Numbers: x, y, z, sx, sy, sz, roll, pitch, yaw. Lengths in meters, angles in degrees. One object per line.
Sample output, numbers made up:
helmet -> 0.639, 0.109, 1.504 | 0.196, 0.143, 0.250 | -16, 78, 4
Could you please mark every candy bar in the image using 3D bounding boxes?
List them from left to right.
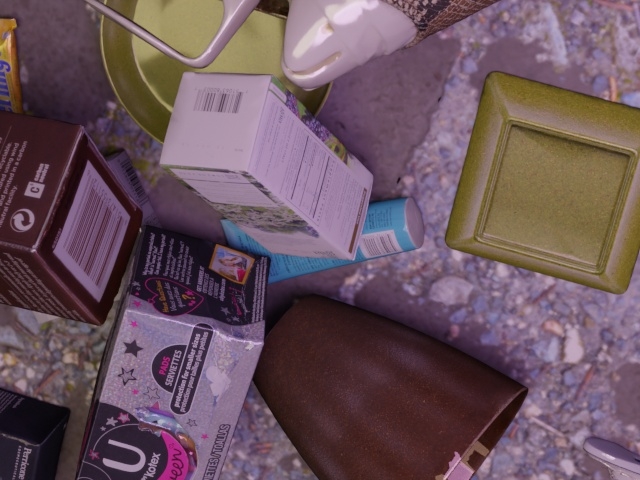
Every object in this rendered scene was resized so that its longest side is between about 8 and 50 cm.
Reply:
candy bar -> -0.326, -0.152, 1.570 | 0.040, 0.018, 0.161 | 2, 108, 13

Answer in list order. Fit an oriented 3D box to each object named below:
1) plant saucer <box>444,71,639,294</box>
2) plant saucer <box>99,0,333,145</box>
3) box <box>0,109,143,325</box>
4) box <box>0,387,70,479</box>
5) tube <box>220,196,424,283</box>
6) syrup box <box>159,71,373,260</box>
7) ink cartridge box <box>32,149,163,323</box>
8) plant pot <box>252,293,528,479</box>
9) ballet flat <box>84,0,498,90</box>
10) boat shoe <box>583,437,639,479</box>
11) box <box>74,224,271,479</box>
plant saucer -> 0.227, -0.048, 1.459 | 0.188, 0.045, 0.188 | 16, 111, 8
plant saucer -> -0.097, -0.196, 1.490 | 0.241, 0.037, 0.241 | 4, 108, 12
box -> -0.387, -0.044, 1.486 | 0.381, 0.191, 0.143 | 10, 68, 17
box -> -0.377, 0.248, 1.676 | 0.158, 0.093, 0.156 | 16, 111, 6
tube -> 0.000, 0.000, 1.530 | 0.207, 0.052, 0.080 | -10, 99, 22
syrup box -> -0.044, -0.064, 1.405 | 0.093, 0.237, 0.096 | 6, 73, 28
ink cartridge box -> -0.251, -0.001, 1.599 | 0.179, 0.045, 0.145 | -17, 104, 30
plant pot -> 0.049, 0.163, 1.502 | 0.230, 0.215, 0.215 | 37, 113, 14
ballet flat -> -0.064, -0.230, 1.355 | 0.483, 0.164, 0.182 | 15, 75, 10
boat shoe -> 0.310, 0.234, 1.541 | 0.100, 0.035, 0.035 | 22, 109, -2
box -> -0.151, 0.139, 1.517 | 0.142, 0.163, 0.247 | 14, 120, -7
